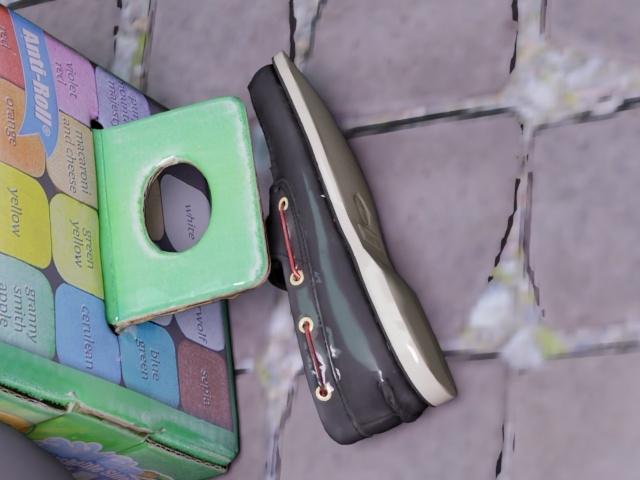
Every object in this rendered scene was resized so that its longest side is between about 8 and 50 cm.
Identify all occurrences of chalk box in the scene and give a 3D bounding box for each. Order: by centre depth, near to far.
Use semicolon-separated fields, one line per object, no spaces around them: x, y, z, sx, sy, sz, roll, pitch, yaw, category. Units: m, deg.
-0.115;0.015;0.566;0.213;0.132;0.132;-23;59;26;chalk box

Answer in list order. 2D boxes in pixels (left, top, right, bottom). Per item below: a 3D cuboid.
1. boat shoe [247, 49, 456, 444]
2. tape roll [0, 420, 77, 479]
-0.001;-0.001;0.547;0.042;0.049;0.133;-27;62;14;boat shoe
-0.137;0.150;0.468;0.219;0.219;0.072;-54;42;4;tape roll
